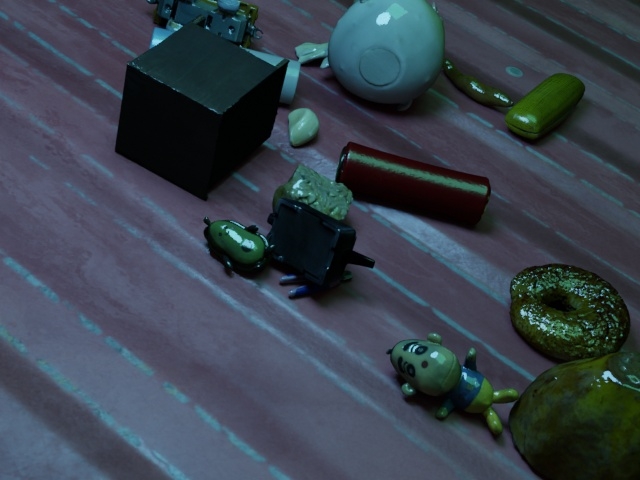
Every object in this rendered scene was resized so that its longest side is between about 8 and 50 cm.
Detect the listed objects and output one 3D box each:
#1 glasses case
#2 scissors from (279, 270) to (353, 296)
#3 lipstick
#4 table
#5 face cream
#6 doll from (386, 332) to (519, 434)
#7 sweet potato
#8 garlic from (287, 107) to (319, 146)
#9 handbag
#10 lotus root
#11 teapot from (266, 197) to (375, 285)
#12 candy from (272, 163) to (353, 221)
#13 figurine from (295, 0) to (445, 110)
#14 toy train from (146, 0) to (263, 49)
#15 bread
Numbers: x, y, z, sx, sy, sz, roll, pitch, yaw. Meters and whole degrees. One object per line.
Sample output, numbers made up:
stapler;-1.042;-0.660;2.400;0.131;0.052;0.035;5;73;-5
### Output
glasses case;0.416;-0.248;2.153;0.079;0.064;0.234;26;39;22
scissors;-0.002;0.057;1.658;0.113;0.012;0.039;-9;45;-30
lipstick;0.144;-0.090;1.841;0.241;0.080;0.080;14;38;-4
table;-0.179;-0.202;1.777;0.169;0.172;0.193;29;43;13
face cream;-0.162;-0.291;1.966;0.250;0.077;0.077;13;38;-7
doll;0.166;0.180;1.524;0.179;0.102;0.089;25;-4;15
sweet potato;0.281;-0.283;2.161;0.179;0.044;0.044;35;41;31
garlic;-0.028;-0.189;1.926;0.053;0.041;0.083;-27;35;10
handbag;-0.118;0.006;1.642;0.111;0.047;0.072;31;76;14
lotus root;0.361;0.208;1.489;0.199;0.180;0.188;33;44;17
teapot;0.000;0.000;1.662;0.177;0.087;0.096;28;18;34
candy;-0.013;-0.060;1.751;0.110;0.085;0.095;27;46;-6
figurine;0.089;-0.388;2.131;0.274;0.227;0.394;-9;31;11
toy train;-0.200;-0.407;2.088;0.219;0.089;0.127;18;28;2
bread;0.362;0.101;1.709;0.193;0.064;0.193;8;39;-7
